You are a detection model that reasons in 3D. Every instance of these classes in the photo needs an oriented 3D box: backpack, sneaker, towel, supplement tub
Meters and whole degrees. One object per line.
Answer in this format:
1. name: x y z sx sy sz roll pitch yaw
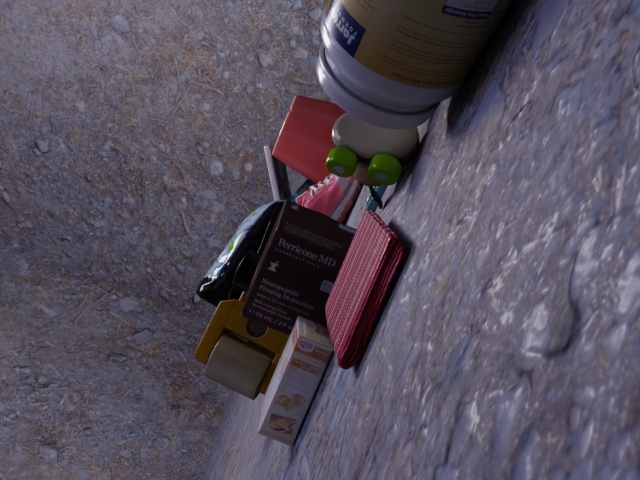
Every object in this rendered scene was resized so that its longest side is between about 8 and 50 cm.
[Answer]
1. backpack: -0.144 0.056 1.973 0.356 0.290 0.273 -61 17 -6
2. sneaker: 0.012 -0.104 1.780 0.116 0.136 0.314 -101 34 -79
3. towel: 0.061 0.063 1.077 0.275 0.031 0.199 -109 41 -78
4. supplement tub: 0.132 -0.329 0.959 0.316 0.228 0.228 117 173 -46

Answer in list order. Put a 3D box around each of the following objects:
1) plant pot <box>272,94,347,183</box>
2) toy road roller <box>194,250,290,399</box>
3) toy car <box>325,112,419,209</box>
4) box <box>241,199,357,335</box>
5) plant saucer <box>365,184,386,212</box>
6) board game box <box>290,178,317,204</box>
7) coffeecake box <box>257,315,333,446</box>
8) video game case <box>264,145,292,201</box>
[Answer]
1. plant pot: 0.001 -0.297 2.123 0.275 0.243 0.275 -157 90 -84
2. toy road roller: -0.132 0.203 1.708 0.330 0.202 0.240 -63 -8 -9
3. toy car: 0.106 -0.139 1.235 0.188 0.148 0.155 65 -137 -57
4. box: -0.039 0.061 1.424 0.167 0.168 0.203 -79 12 -67
5. plant saucer: 0.129 -0.138 1.372 0.067 0.018 0.192 -79 11 -66
6. board game box: -0.061 -0.080 2.358 0.254 0.079 0.336 -51 -7 -49
7. coffeecake box: -0.045 0.245 1.269 0.142 0.068 0.186 -105 37 -82
8. video game case: -0.129 -0.199 2.230 0.173 0.022 0.191 -29 -73 -79
